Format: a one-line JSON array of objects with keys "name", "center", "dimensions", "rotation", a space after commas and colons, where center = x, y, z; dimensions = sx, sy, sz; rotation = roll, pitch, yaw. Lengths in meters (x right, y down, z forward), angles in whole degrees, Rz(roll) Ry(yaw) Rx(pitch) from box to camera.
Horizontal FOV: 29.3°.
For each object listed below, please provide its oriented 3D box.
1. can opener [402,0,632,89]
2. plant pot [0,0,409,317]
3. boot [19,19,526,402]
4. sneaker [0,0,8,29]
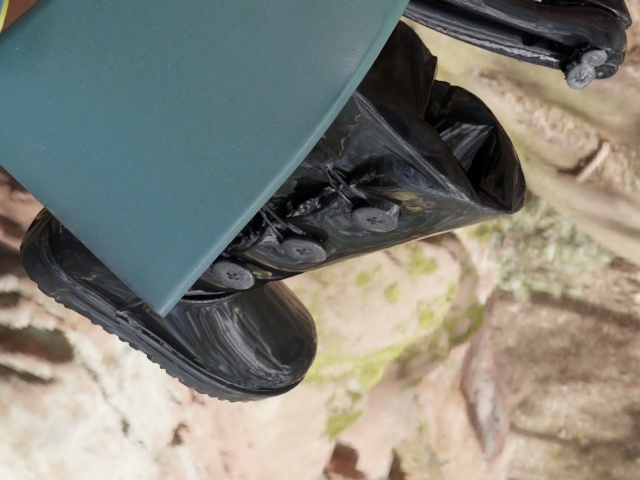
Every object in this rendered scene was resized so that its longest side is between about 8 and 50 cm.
[{"name": "can opener", "center": [0.127, -0.145, 0.814], "dimensions": [0.186, 0.073, 0.059], "rotation": [6, 141, -23]}, {"name": "plant pot", "center": [-0.066, -0.108, 0.706], "dimensions": [0.166, 0.234, 0.165], "rotation": [44, -179, -8]}, {"name": "boot", "center": [-0.001, 0.000, 1.126], "dimensions": [0.445, 0.146, 0.367], "rotation": [-26, 141, 36]}, {"name": "sneaker", "center": [-0.210, -0.105, 0.571], "dimensions": [0.144, 0.053, 0.059], "rotation": [-14, 161, 35]}]
